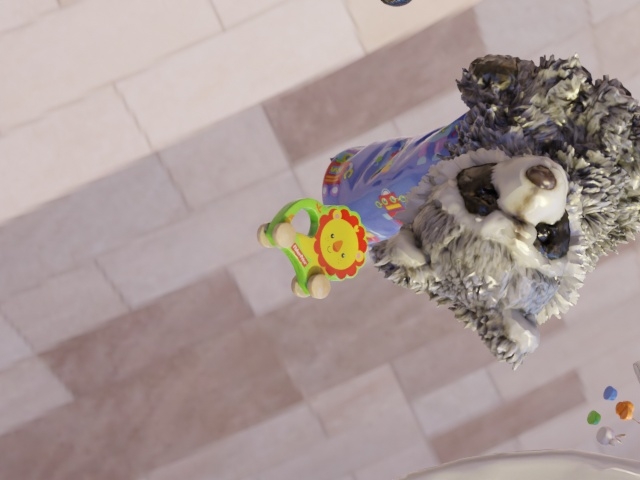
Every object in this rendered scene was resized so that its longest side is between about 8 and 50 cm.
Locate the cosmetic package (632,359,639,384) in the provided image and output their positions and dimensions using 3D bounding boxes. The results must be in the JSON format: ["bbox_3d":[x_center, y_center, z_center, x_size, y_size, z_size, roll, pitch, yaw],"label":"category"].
[{"bbox_3d":[0.434,0.241,1.854,0.060,0.099,0.239,-26,112,11],"label":"cosmetic package"}]

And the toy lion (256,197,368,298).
[{"bbox_3d":[0.000,0.000,1.528,0.096,0.034,0.100,-48,118,-29],"label":"toy lion"}]

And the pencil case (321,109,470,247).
[{"bbox_3d":[0.124,-0.075,1.868,0.119,0.133,0.306,47,149,-17],"label":"pencil case"}]

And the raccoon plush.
[{"bbox_3d":[0.177,0.040,1.539,0.299,0.216,0.446,-55,156,-30],"label":"raccoon plush"}]

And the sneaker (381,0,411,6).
[{"bbox_3d":[-0.049,-0.435,1.999,0.185,0.482,0.202,-6,125,-54],"label":"sneaker"}]

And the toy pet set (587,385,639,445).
[{"bbox_3d":[0.303,0.231,1.639,0.065,0.114,0.122,24,107,-23],"label":"toy pet set"}]

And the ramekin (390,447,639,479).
[{"bbox_3d":[0.080,0.213,0.523,0.273,0.273,0.127,-29,156,7],"label":"ramekin"}]
